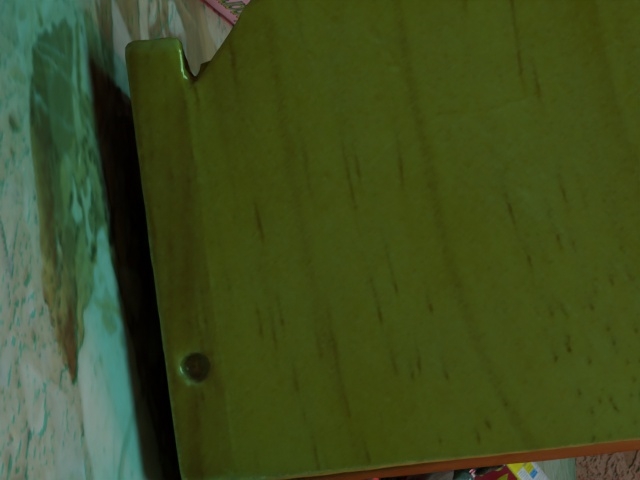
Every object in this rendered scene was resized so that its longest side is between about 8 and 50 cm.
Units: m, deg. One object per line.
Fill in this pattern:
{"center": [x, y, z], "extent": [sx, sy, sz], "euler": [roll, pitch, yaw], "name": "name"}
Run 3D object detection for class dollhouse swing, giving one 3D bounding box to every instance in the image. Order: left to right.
{"center": [0.097, 0.006, 1.043], "extent": [0.305, 0.347, 0.315], "euler": [-69, 152, -84], "name": "dollhouse swing"}

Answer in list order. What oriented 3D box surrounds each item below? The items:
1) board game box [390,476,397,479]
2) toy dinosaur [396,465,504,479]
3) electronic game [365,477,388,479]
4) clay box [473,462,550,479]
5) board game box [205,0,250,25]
{"center": [0.120, 0.229, 1.533], "extent": [0.186, 0.026, 0.126], "euler": [49, 12, 3], "name": "board game box"}
{"center": [0.092, 0.175, 1.403], "extent": [0.118, 0.064, 0.268], "euler": [-47, 161, -33], "name": "toy dinosaur"}
{"center": [0.056, 0.094, 1.345], "extent": [0.229, 0.048, 0.229], "euler": [14, 90, -83], "name": "electronic game"}
{"center": [0.115, 0.156, 1.541], "extent": [0.222, 0.053, 0.127], "euler": [50, 9, 8], "name": "clay box"}
{"center": [-0.057, -0.243, 1.105], "extent": [0.305, 0.053, 0.193], "euler": [27, 59, -76], "name": "board game box"}
